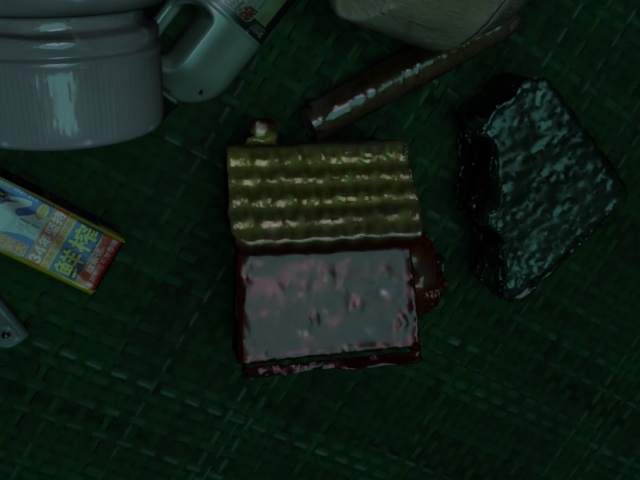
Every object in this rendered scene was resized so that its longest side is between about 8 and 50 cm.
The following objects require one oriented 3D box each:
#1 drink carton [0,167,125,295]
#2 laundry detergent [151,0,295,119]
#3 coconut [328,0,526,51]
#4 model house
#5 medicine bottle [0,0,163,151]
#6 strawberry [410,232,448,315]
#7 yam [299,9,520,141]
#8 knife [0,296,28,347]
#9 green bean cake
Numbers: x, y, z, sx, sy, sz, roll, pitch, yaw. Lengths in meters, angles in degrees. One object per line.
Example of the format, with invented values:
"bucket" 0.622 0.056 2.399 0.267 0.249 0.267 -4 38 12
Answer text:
"drink carton" -0.285 -0.015 0.895 0.165 0.056 0.071 30 91 -26
"laundry detergent" -0.109 -0.204 0.871 0.099 0.070 0.226 36 97 -35
"coconut" 0.086 -0.292 0.822 0.234 0.224 0.224 25 101 -22
"model house" 0.000 0.000 0.920 0.196 0.160 0.254 -4 100 -6
"medicine bottle" -0.226 -0.258 0.732 0.208 0.208 0.340 -5 112 -16
"strawberry" 0.089 0.034 1.041 0.152 0.048 0.104 21 99 -27
"yam" 0.099 -0.184 0.959 0.264 0.046 0.046 -29 117 -4
"knife" -0.360 0.048 0.911 0.044 0.023 0.162 -34 117 -5
"green bean cake" 0.211 -0.065 1.010 0.193 0.107 0.208 -41 116 4
